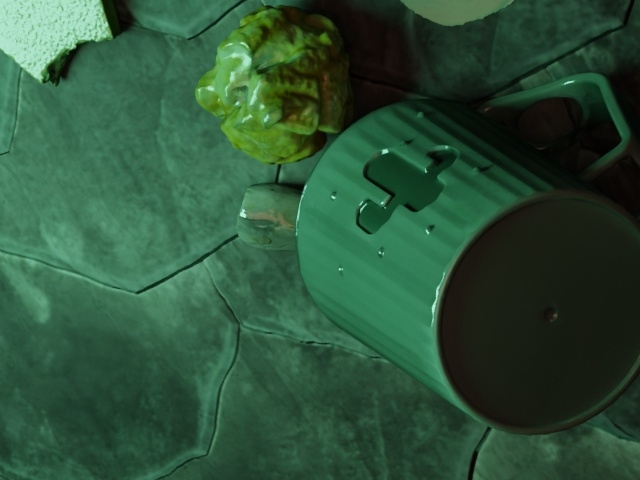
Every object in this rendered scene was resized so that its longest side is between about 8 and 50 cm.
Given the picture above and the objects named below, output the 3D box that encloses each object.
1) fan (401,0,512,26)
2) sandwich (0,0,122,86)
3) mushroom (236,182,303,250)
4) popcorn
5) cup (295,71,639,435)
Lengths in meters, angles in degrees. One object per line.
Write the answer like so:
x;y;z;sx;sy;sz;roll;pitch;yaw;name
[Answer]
0.089;-0.345;1.656;0.310;0.010;0.182;3;112;8;fan
-0.322;-0.329;1.712;0.212;0.063;0.245;40;113;-10;sandwich
0.003;-0.004;1.768;0.223;0.081;0.092;22;95;-1;mushroom
-0.053;-0.185;1.668;0.185;0.167;0.188;-38;65;44;popcorn
0.184;-0.016;1.544;0.310;0.392;0.401;16;99;-22;cup
